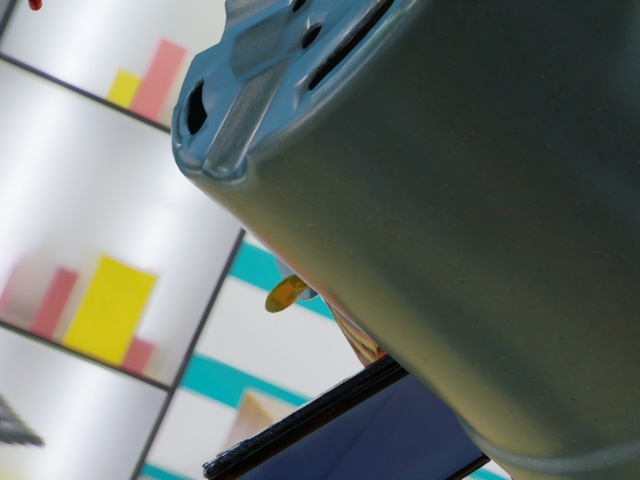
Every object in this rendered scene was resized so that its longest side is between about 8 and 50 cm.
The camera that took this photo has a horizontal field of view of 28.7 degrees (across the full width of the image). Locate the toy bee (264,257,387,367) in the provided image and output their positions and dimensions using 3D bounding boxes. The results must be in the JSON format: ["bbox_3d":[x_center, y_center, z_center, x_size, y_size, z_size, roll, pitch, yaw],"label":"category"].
[{"bbox_3d":[0.000,0.000,1.356,0.298,0.195,0.162,36,-24,3],"label":"toy bee"}]

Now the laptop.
[{"bbox_3d":[0.037,0.179,1.005,0.136,0.234,0.264,58,-10,5],"label":"laptop"}]

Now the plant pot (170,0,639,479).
[{"bbox_3d":[0.122,-0.049,0.694,0.334,0.341,0.341,37,-5,-25],"label":"plant pot"}]

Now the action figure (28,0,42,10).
[{"bbox_3d":[-0.238,-0.237,0.984,0.038,0.115,0.030,-6,20,9],"label":"action figure"}]
